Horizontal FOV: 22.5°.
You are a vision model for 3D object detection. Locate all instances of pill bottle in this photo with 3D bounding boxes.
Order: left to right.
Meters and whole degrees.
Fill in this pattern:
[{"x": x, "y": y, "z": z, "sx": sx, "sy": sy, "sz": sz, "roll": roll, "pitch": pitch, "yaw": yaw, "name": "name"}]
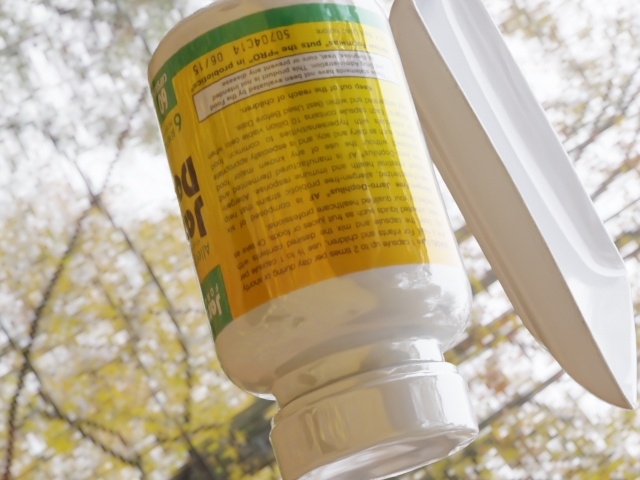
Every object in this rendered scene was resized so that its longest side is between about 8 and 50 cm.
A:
[{"x": 0.000, "y": 0.000, "z": 0.717, "sx": 0.117, "sy": 0.117, "sz": 0.208, "roll": -45, "pitch": -124, "yaw": 56, "name": "pill bottle"}]

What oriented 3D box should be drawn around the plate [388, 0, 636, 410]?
[{"x": 0.119, "y": -0.048, "z": 1.019, "sx": 0.045, "sy": 0.278, "sz": 0.277, "roll": -28, "pitch": -80, "yaw": 16, "name": "plate"}]
